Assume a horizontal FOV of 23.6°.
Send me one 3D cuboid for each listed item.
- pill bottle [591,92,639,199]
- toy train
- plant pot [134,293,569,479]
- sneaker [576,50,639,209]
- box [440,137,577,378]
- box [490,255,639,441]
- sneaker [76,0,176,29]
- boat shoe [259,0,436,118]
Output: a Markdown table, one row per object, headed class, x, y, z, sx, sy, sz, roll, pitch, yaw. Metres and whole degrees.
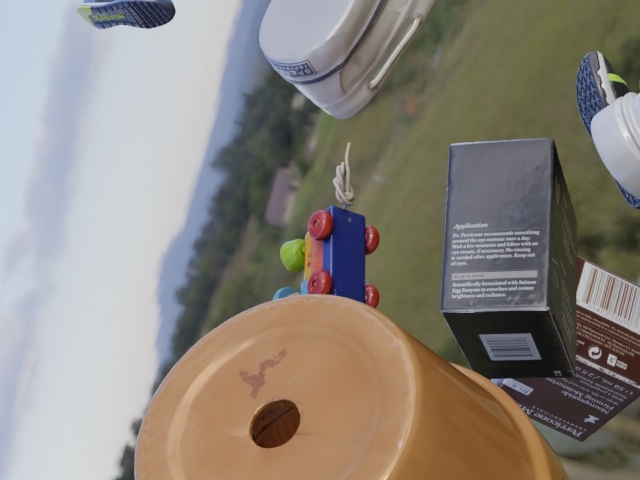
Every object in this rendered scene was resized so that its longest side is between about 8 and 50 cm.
| class | x | y | z | sx | sy | sz | roll | pitch | yaw |
| --- | --- | --- | --- | --- | --- | --- | --- | --- | --- |
| pill bottle | 0.375 | -0.136 | 1.441 | 0.229 | 0.131 | 0.131 | -35 | 25 | 32 |
| toy train | 0.000 | 0.000 | 2.141 | 0.143 | 0.105 | 0.248 | -23 | 58 | 46 |
| plant pot | 0.008 | 0.174 | 1.032 | 0.203 | 0.291 | 0.290 | 56 | -141 | -45 |
| sneaker | 0.417 | -0.146 | 2.023 | 0.084 | 0.097 | 0.234 | 120 | 131 | -71 |
| box | 0.164 | 0.019 | 1.305 | 0.156 | 0.093 | 0.158 | 58 | -146 | -59 |
| box | 0.371 | 0.157 | 2.221 | 0.203 | 0.168 | 0.167 | 122 | 171 | -56 |
| sneaker | -0.236 | -0.298 | 1.897 | 0.053 | 0.144 | 0.059 | 56 | -130 | -45 |
| boat shoe | 0.058 | -0.203 | 1.034 | 0.088 | 0.096 | 0.267 | 46 | -117 | -44 |
